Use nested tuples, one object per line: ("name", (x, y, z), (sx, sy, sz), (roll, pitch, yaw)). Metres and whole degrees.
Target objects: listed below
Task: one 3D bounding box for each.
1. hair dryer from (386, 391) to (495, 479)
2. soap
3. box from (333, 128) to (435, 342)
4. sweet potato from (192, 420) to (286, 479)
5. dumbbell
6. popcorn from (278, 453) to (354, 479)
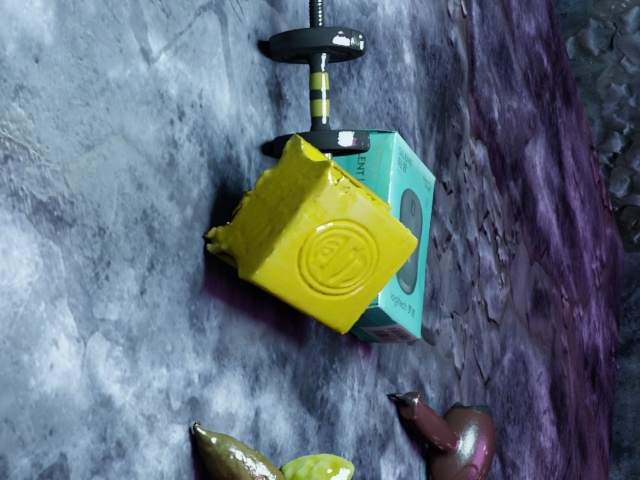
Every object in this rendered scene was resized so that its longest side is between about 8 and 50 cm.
("hair dryer", (0.200, 0.403, 2.112), (0.340, 0.123, 0.312), (46, 57, -41))
("soap", (0.000, 0.000, 1.564), (0.204, 0.096, 0.324), (-52, 150, 2))
("box", (0.096, -0.005, 1.863), (0.205, 0.118, 0.311), (43, 49, -59))
("sweet potato", (-0.069, 0.325, 1.442), (0.269, 0.075, 0.074), (39, 41, -10))
("dumbbell", (-0.002, -0.210, 1.635), (0.143, 0.143, 0.325), (0, 87, -66))
("popcorn", (0.003, 0.456, 1.559), (0.225, 0.174, 0.285), (73, 14, -61))
